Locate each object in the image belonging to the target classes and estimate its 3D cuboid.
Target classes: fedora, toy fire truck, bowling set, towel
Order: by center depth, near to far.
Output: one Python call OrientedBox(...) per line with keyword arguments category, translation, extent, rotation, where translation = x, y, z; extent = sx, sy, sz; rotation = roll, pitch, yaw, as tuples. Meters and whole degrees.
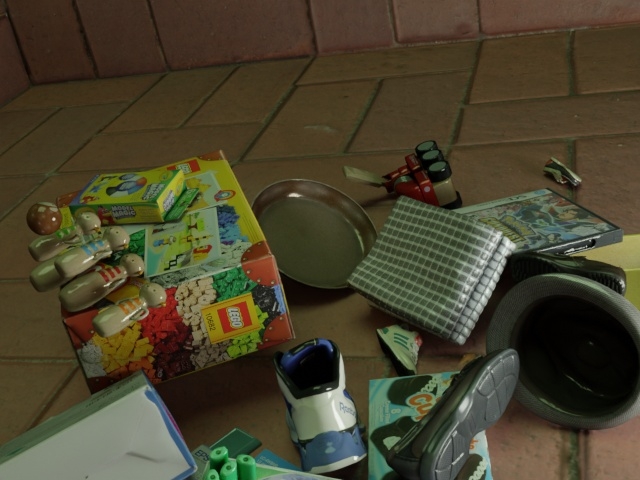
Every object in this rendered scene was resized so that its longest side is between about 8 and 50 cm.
OrientedBox(category="bowling set", translation=(-0.370, 0.011, 1.461), extent=(0.154, 0.200, 0.287), rotation=(-32, 40, -31))
OrientedBox(category="fedora", translation=(0.426, 0.179, 1.489), extent=(0.275, 0.244, 0.124), rotation=(24, 13, 28))
OrientedBox(category="towel", translation=(0.206, 0.049, 1.758), extent=(0.283, 0.121, 0.235), rotation=(23, 85, 46))
OrientedBox(category="toy fire truck", translation=(0.200, -0.144, 2.255), extent=(0.246, 0.158, 0.217), rotation=(-22, 27, 5))

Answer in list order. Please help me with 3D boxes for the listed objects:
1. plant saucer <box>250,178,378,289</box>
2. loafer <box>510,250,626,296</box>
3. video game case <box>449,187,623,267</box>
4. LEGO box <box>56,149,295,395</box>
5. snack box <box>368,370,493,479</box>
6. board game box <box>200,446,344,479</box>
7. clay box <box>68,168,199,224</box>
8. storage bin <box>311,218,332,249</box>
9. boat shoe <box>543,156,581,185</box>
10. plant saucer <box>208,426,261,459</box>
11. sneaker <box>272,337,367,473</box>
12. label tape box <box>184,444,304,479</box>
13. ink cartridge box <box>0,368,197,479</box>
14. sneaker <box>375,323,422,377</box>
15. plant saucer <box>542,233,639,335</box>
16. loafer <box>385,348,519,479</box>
OrientedBox(category="plant saucer", translation=(-0.017, -0.008, 2.015), extent=(0.310, 0.050, 0.311), rotation=(13, 49, -15))
OrientedBox(category="loafer", translation=(0.457, 0.065, 1.655), extent=(0.220, 0.080, 0.078), rotation=(14, 27, 32))
OrientedBox(category="video game case", translation=(0.435, -0.031, 1.860), extent=(0.248, 0.035, 0.275), rotation=(-13, 24, -15))
OrientedBox(category="LEGO box", translation=(-0.300, 0.045, 1.752), extent=(0.372, 0.193, 0.500), rotation=(-18, 31, -9))
OrientedBox(category="snack box", translation=(0.171, 0.330, 1.434), extent=(0.187, 0.060, 0.322), rotation=(-7, 27, 7))
OrientedBox(category="board game box", translation=(-0.008, 0.450, 1.129), extent=(0.390, 0.050, 0.390), rotation=(9, 40, 7))
OrientedBox(category="clay box", translation=(-0.357, -0.085, 1.744), extent=(0.222, 0.053, 0.127), rotation=(-3, 32, 18))
OrientedBox(category="storage bin", translation=(0.000, 0.000, 2.105), extent=(0.091, 0.098, 0.135), rotation=(18, 38, 27))
OrientedBox(category="boat shoe", translation=(0.598, -0.164, 2.233), extent=(0.043, 0.049, 0.137), rotation=(-53, 30, 12))
OrientedBox(category="plant saucer", translation=(-0.191, 0.380, 1.527), extent=(0.192, 0.018, 0.067), rotation=(-31, 33, -35))
OrientedBox(category="sneaker", translation=(0.000, 0.242, 1.440), extent=(0.127, 0.182, 0.315), rotation=(-13, 0, -5))
OrientedBox(category="label tape box", translation=(-0.137, 0.417, 1.332), extent=(0.249, 0.115, 0.347), rotation=(18, 41, 43))
OrientedBox(category="ink cartridge box", translation=(-0.356, 0.330, 1.400), extent=(0.270, 0.151, 0.395), rotation=(-28, 4, -13))
OrientedBox(category="sneaker", translation=(0.161, 0.200, 1.689), extent=(0.075, 0.057, 0.161), rotation=(-22, 26, -8))
OrientedBox(category="plant saucer", translation=(0.577, 0.102, 1.693), extent=(0.332, 0.081, 0.333), rotation=(-5, 28, 14))
OrientedBox(category="loafer", translation=(0.207, 0.257, 1.388), extent=(0.095, 0.109, 0.302), rotation=(8, 34, 36))
